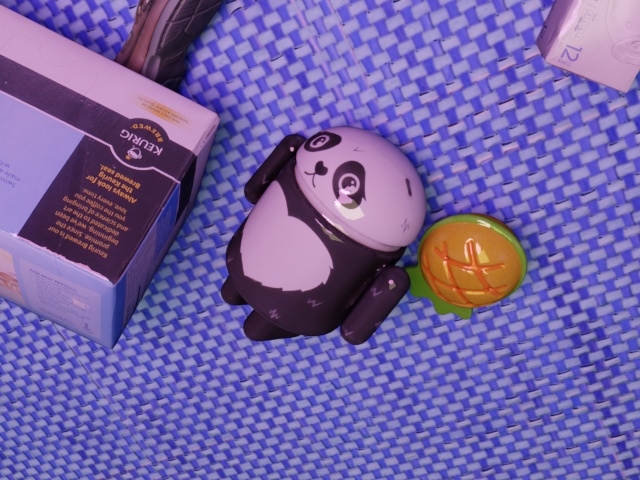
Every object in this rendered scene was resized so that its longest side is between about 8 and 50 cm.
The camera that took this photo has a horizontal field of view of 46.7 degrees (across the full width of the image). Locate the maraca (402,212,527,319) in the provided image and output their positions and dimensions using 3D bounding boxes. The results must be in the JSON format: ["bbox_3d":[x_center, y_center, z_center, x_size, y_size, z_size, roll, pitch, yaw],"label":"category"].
[{"bbox_3d":[0.170,0.035,0.896,0.127,0.099,0.185,38,142,2],"label":"maraca"}]

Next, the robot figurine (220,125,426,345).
[{"bbox_3d":[-0.002,-0.001,0.861,0.209,0.173,0.278,36,117,-8],"label":"robot figurine"}]

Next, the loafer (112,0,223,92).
[{"bbox_3d":[-0.178,-0.240,0.807,0.084,0.096,0.267,42,130,4],"label":"loafer"}]

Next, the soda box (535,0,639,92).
[{"bbox_3d":[0.312,-0.295,0.705,0.091,0.098,0.286,21,117,-1],"label":"soda box"}]

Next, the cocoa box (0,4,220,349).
[{"bbox_3d":[-0.325,-0.075,0.806,0.347,0.228,0.231,26,152,-4],"label":"cocoa box"}]
